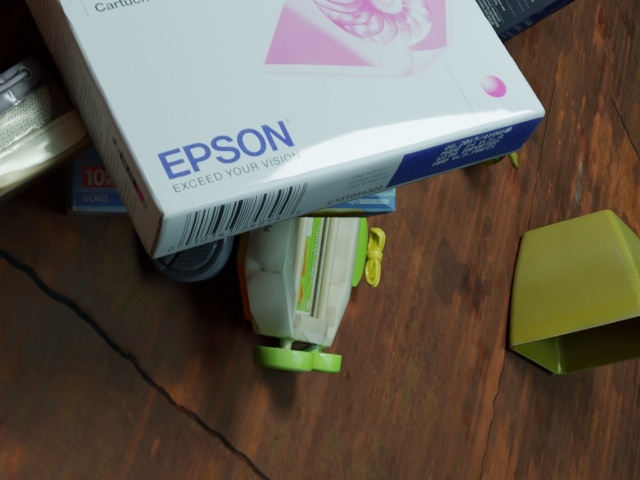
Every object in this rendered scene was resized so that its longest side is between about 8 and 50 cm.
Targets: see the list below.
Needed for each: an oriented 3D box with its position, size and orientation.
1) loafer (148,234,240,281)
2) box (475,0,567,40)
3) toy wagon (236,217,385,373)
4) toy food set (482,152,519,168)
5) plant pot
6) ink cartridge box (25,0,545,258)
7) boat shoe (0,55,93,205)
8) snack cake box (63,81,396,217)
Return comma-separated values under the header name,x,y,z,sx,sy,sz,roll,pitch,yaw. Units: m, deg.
name,x,y,z,sx,sy,sz,roll,pitch,yaw
loafer,-0.105,-0.112,1.082,0.095,0.109,0.302,15,80,-77
box,0.282,-0.351,1.543,0.108,0.207,0.153,61,18,1
toy wagon,0.000,0.000,1.202,0.344,0.068,0.267,29,69,-75
toy food set,0.209,-0.187,1.621,0.128,0.071,0.217,-88,158,-57
plant pot,0.410,0.075,1.799,0.212,0.212,0.187,30,49,-53
ink cartridge box,-0.043,-0.175,0.903,0.324,0.071,0.330,-18,68,-26
boat shoe,-0.277,-0.044,0.788,0.285,0.103,0.092,-35,92,-41
snack cake box,-0.076,-0.096,0.976,0.265,0.089,0.152,0,88,-15
